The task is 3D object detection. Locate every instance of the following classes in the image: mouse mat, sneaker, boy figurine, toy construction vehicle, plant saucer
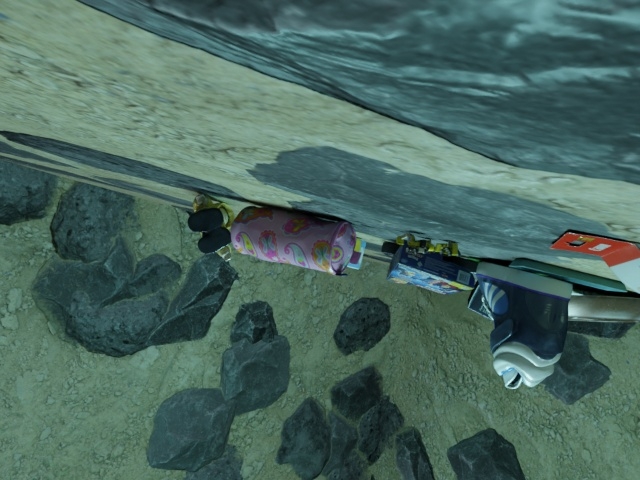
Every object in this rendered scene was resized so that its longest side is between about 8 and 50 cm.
[{"bbox_3d":[0.442,0.064,1.108,0.153,0.007,0.190,16,176,-39],"label":"mouse mat"},{"bbox_3d":[0.388,0.177,1.035,0.130,0.236,0.323,14,-179,-4],"label":"sneaker"},{"bbox_3d":[-0.263,-0.035,1.248,0.092,0.177,0.285,-23,-171,-2],"label":"boy figurine"},{"bbox_3d":[0.200,0.006,0.932,0.086,0.035,0.098,3,-176,-22],"label":"toy construction vehicle"},{"bbox_3d":[0.609,0.161,1.155,0.311,0.050,0.310,3,170,0],"label":"plant saucer"},{"bbox_3d":[0.450,0.063,0.910,0.192,0.018,0.067,15,178,1],"label":"plant saucer"}]

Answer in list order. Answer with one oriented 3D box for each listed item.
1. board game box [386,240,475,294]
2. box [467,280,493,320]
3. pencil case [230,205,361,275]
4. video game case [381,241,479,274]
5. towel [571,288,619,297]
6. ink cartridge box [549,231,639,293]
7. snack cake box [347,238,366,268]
[{"bbox_3d":[0.248,0.075,1.226,0.194,0.060,0.194,19,165,-10],"label":"board game box"},{"bbox_3d":[0.557,0.192,1.491,0.207,0.108,0.153,27,-171,15],"label":"box"},{"bbox_3d":[-0.057,-0.002,1.082,0.284,0.124,0.124,10,176,30],"label":"pencil case"},{"bbox_3d":[0.317,0.060,1.380,0.249,0.035,0.275,13,178,20],"label":"video game case"},{"bbox_3d":[0.725,0.151,1.297,0.113,0.023,0.152,14,177,-15],"label":"towel"},{"bbox_3d":[0.354,0.036,0.549,0.180,0.045,0.145,10,176,18],"label":"ink cartridge box"},{"bbox_3d":[-0.019,0.005,1.398,0.264,0.089,0.152,17,178,-43],"label":"snack cake box"}]
